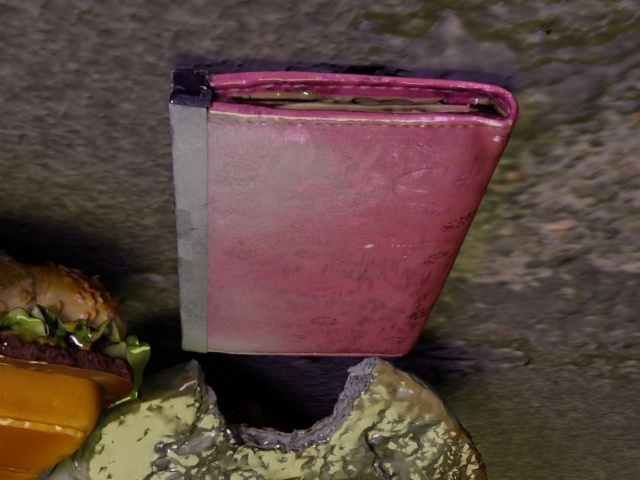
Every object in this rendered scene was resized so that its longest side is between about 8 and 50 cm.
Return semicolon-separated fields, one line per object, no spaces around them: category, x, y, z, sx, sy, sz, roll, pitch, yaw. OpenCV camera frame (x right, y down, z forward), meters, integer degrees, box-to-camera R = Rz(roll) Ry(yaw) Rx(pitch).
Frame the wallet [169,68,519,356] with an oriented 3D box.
wallet;0.000;0.000;0.529;0.119;0.025;0.232;3;155;-4

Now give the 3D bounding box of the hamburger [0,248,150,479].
hamburger;-0.156;0.058;0.581;0.137;0.087;0.166;14;153;-29

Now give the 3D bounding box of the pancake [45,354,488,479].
pancake;-0.033;0.158;0.692;0.253;0.037;0.254;-5;125;-8

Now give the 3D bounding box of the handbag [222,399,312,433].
handbag;-0.065;0.186;0.802;0.235;0.127;0.213;-39;151;18
